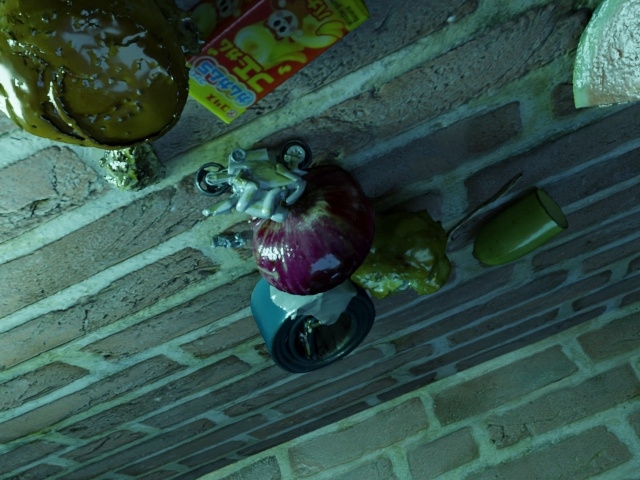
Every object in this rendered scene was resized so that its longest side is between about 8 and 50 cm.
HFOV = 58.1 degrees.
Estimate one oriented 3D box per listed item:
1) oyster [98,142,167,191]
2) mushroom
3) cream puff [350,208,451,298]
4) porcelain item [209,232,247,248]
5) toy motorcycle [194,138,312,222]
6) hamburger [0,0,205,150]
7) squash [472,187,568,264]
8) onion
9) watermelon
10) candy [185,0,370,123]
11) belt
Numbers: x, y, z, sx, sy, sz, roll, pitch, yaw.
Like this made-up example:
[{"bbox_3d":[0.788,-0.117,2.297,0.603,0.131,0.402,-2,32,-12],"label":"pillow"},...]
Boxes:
[{"bbox_3d":[-0.329,-0.128,0.992,0.109,0.053,0.165,-5,153,-5],"label":"oyster"},{"bbox_3d":[0.415,-0.078,1.497,0.028,0.026,0.286,-9,148,-46],"label":"mushroom"},{"bbox_3d":[0.183,0.020,1.362,0.282,0.185,0.281,12,148,8],"label":"cream puff"},{"bbox_3d":[-0.203,0.003,1.274,0.083,0.028,0.036,-5,142,-24],"label":"porcelain item"},{"bbox_3d":[-0.113,-0.100,1.071,0.229,0.151,0.074,-18,-179,-12],"label":"toy motorcycle"},{"bbox_3d":[-0.275,-0.249,0.702,0.261,0.211,0.245,-8,141,-9],"label":"hamburger"},{"bbox_3d":[0.518,-0.019,1.542,0.133,0.132,0.247,17,135,-44],"label":"squash"},{"bbox_3d":[-0.007,-0.009,1.183,0.272,0.230,0.256,23,128,-39],"label":"onion"},{"bbox_3d":[0.587,-0.346,1.019,0.193,0.232,0.310,-35,149,-51],"label":"watermelon"},{"bbox_3d":[-0.083,-0.303,0.826,0.276,0.088,0.146,-31,148,19],"label":"candy"},{"bbox_3d":[-0.016,0.195,1.533,0.300,0.173,0.436,-25,152,-9],"label":"belt"}]
